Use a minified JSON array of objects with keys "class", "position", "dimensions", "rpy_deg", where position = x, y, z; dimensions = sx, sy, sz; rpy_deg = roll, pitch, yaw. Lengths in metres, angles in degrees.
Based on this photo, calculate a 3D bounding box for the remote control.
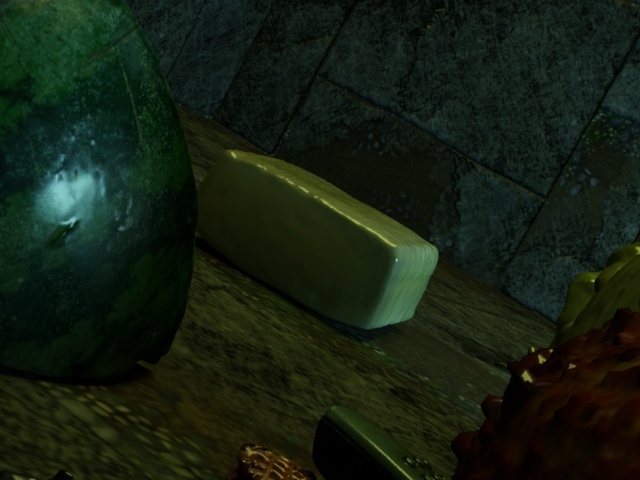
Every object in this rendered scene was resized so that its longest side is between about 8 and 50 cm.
[{"class":"remote control","position":[0.079,0.166,0.626],"dimensions":[0.222,0.042,0.072],"rpy_deg":[42,6,24]}]

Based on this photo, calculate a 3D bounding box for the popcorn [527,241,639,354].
[{"class":"popcorn","position":[0.294,0.141,0.953],"dimensions":[0.312,0.312,0.312],"rpy_deg":[28,6,-3]}]

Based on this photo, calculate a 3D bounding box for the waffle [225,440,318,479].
[{"class":"waffle","position":[-0.012,0.138,0.634],"dimensions":[0.083,0.029,0.075],"rpy_deg":[29,8,-39]}]

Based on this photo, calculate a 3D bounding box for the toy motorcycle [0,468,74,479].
[{"class":"toy motorcycle","position":[-0.029,0.141,0.271],"dimensions":[0.263,0.091,0.157],"rpy_deg":[26,14,-4]}]

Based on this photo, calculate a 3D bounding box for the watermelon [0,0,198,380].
[{"class":"watermelon","position":[-0.235,-0.044,0.643],"dimensions":[0.292,0.319,0.222],"rpy_deg":[24,39,13]}]

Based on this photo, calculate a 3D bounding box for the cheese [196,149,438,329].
[{"class":"cheese","position":[0.000,0.000,1.412],"dimensions":[0.242,0.124,0.265],"rpy_deg":[26,6,14]}]

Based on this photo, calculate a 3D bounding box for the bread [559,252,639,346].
[{"class":"bread","position":[0.277,0.125,0.688],"dimensions":[0.320,0.320,0.237],"rpy_deg":[31,15,20]}]

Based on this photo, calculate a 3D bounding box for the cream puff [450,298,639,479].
[{"class":"cream puff","position":[0.200,0.135,0.431],"dimensions":[0.350,0.229,0.350],"rpy_deg":[27,-22,12]}]
